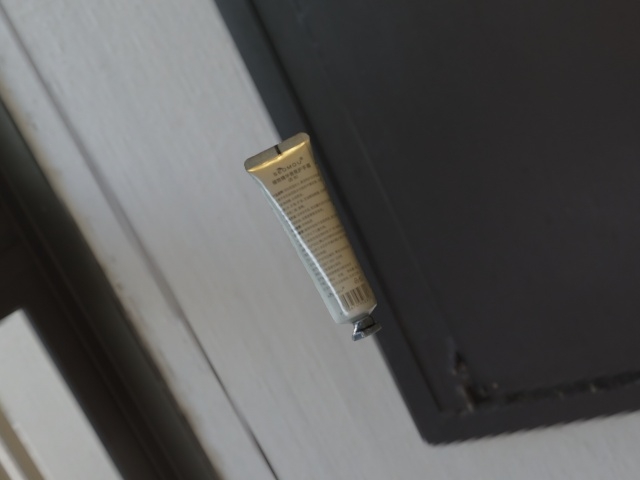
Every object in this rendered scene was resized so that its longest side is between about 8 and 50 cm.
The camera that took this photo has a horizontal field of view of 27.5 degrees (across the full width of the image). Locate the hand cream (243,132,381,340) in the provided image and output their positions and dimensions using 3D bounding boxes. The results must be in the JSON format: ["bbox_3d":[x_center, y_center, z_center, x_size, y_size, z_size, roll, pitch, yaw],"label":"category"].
[{"bbox_3d":[0.000,0.000,1.200,0.067,0.194,0.042,-26,0,-4],"label":"hand cream"}]
